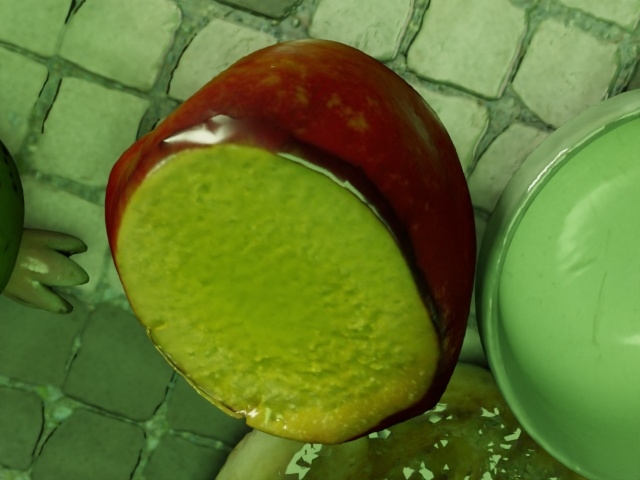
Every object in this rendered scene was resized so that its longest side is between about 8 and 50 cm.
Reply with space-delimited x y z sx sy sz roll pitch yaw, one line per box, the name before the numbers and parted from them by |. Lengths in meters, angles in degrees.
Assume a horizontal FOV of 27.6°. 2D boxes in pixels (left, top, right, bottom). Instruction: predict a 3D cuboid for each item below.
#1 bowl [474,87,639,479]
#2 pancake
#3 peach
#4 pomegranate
bowl | 0.258 0.026 0.985 0.307 0.163 0.307 -2 105 -6
pancake | 0.069 0.275 1.071 0.387 0.082 0.387 -2 104 -6
peach | 0.000 0.000 0.911 0.245 0.248 0.275 -39 102 -32
pomegranate | -0.271 -0.004 0.923 0.225 0.187 0.187 22 102 -40
